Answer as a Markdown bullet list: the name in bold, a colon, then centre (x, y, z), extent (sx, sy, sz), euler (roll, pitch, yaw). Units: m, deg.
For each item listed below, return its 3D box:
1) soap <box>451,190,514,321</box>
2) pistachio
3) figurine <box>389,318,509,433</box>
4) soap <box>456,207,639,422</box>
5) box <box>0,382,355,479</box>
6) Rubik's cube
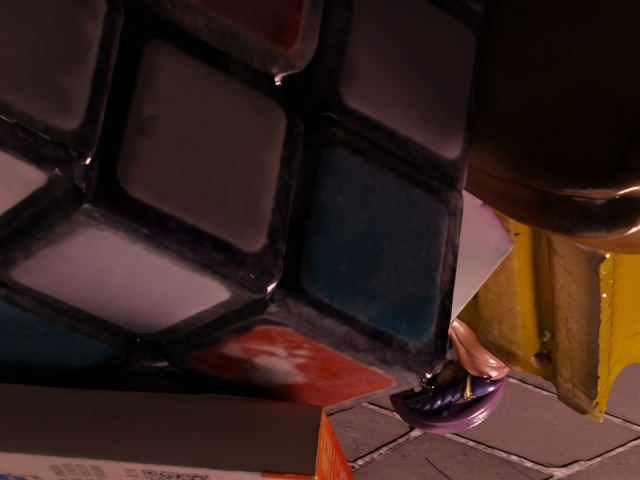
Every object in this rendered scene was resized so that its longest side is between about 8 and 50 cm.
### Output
- **soap**: centre (0.000, 0.000, 1.289), extent (0.193, 0.109, 0.324), euler (53, 159, -21)
- **pistachio**: centre (0.163, -0.092, 1.036), extent (0.260, 0.213, 0.163), euler (35, 147, 51)
- **figurine**: centre (0.107, 0.077, 1.525), extent (0.114, 0.126, 0.157), euler (-17, 115, -15)
- **soap**: centre (0.148, -0.010, 1.267), extent (0.199, 0.091, 0.315), euler (34, 160, 25)
- **box**: centre (-0.108, 0.151, 1.054), extent (0.265, 0.048, 0.273), euler (3, 157, 9)
- **Rubik's cube**: centre (-0.141, -0.091, 1.019), extent (0.359, 0.363, 0.362), euler (26, 146, -26)
